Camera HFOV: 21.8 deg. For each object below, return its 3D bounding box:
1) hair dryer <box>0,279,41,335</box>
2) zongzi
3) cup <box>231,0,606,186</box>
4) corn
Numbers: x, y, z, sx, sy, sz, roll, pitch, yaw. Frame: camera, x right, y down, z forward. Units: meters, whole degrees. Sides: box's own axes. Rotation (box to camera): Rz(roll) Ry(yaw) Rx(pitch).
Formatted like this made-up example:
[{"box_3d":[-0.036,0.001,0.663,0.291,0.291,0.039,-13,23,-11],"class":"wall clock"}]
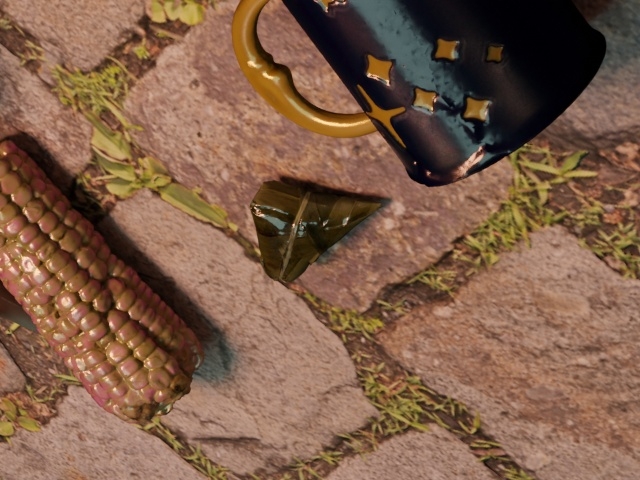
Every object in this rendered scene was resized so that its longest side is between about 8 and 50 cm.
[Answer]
[{"box_3d":[-0.305,0.049,1.731,0.054,0.195,0.220,-14,161,37],"class":"hair dryer"},{"box_3d":[0.000,0.000,1.510,0.119,0.055,0.109,7,137,12],"class":"zongzi"},{"box_3d":[0.029,-0.168,1.199,0.255,0.178,0.256,-34,108,19],"class":"cup"},{"box_3d":[-0.253,0.042,1.660,0.126,0.126,0.335,-24,112,44],"class":"corn"}]
